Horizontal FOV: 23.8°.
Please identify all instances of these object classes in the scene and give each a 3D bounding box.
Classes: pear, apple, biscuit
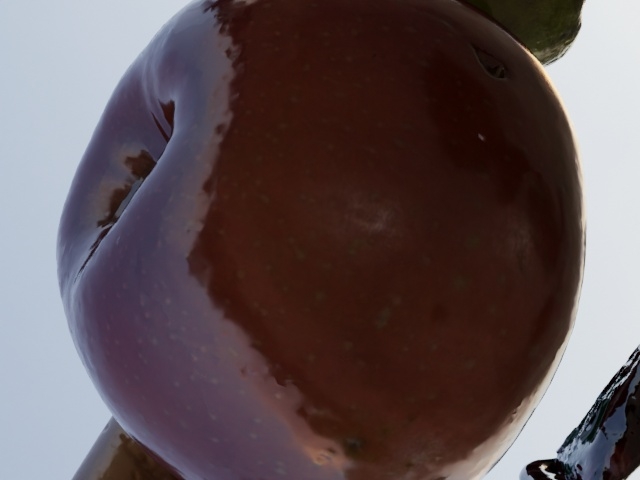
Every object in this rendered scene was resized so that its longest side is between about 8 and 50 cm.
[{"bbox_3d":[0.080,-0.140,0.809,0.131,0.107,0.107,8,-122,-16],"label":"pear"},{"bbox_3d":[0.000,0.000,0.713,0.216,0.260,0.260,22,-130,-21],"label":"apple"},{"bbox_3d":[0.210,0.094,1.002,0.063,0.235,0.151,34,-179,9],"label":"biscuit"}]

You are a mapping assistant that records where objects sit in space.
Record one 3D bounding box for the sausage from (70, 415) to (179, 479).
[{"bbox_3d":[-0.134,0.182,1.061,0.086,0.086,0.289,44,-121,-25],"label":"sausage"}]
